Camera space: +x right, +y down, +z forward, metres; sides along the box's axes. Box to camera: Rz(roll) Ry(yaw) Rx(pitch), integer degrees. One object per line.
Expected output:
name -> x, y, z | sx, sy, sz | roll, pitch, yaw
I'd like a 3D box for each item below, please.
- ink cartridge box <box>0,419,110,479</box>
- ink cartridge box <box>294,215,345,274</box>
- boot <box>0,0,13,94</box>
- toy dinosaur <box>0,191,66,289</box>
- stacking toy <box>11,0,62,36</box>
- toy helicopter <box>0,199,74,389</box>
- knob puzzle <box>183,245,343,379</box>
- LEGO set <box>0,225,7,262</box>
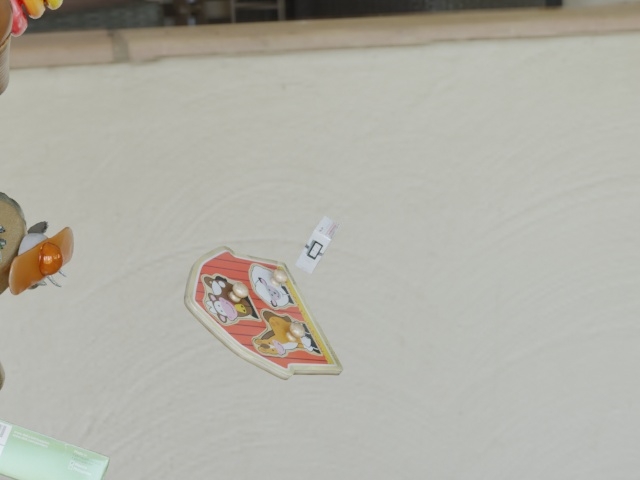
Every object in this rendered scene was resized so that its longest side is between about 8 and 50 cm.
ink cartridge box -> -0.318, 0.237, 1.129 | 0.171, 0.056, 0.235 | 21, -20, -8
ink cartridge box -> 0.000, 0.000, 1.454 | 0.028, 0.083, 0.048 | 31, 32, 2
boot -> -0.415, -0.212, 0.926 | 0.283, 0.109, 0.220 | 5, -32, -6
toy dinosaur -> -0.498, -0.035, 1.571 | 0.160, 0.121, 0.313 | -3, -27, 7
stacking toy -> -0.422, -0.442, 1.704 | 0.301, 0.175, 0.166 | -23, 33, -11
toy helicopter -> -0.411, 0.066, 1.287 | 0.234, 0.140, 0.355 | -11, 41, -10
knob puzzle -> -0.071, 0.073, 1.209 | 0.213, 0.030, 0.213 | 31, 29, -20
LEGO set -> -0.288, -0.007, 0.875 | 0.054, 0.083, 0.023 | -21, 59, -12
